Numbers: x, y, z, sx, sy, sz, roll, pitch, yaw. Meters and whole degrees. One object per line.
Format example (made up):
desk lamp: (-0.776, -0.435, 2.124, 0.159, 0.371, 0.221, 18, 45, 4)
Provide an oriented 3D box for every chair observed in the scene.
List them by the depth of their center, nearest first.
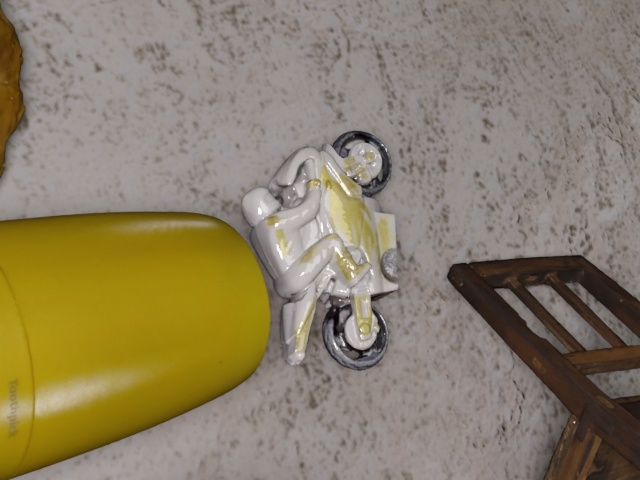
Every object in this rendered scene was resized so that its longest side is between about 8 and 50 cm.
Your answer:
chair: (0.266, 0.219, 1.072, 0.203, 0.416, 0.241, -3, 120, -31)

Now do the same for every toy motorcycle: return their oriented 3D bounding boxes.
toy motorcycle: (0.000, 0.000, 1.039, 0.151, 0.074, 0.229, 13, 69, -24)

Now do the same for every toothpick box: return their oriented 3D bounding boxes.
toothpick box: (-0.170, 0.064, 0.853, 0.271, 0.175, 0.175, -11, 79, -43)

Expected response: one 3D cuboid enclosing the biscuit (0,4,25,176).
biscuit: (-0.364, -0.121, 0.828, 0.335, 0.078, 0.329, 33, 59, -33)
